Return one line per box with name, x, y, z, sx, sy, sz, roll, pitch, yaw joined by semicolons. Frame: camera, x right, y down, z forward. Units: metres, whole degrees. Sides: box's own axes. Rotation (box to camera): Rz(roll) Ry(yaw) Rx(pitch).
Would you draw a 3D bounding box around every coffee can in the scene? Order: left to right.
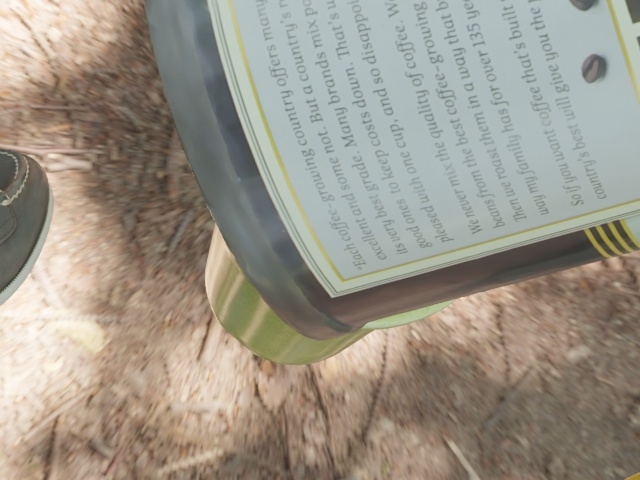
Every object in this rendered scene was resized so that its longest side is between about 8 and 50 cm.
coffee can;0.101;-0.094;0.594;0.275;0.201;0.201;-16;93;17

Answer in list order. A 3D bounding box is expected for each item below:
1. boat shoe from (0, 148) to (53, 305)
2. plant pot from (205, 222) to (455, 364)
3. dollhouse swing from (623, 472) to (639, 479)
boat shoe;-0.267;0.018;1.010;0.112;0.335;0.095;2;125;25
plant pot;0.000;0.000;1.615;0.276;0.254;0.276;7;65;-14
dollhouse swing;0.355;0.208;0.951;0.347;0.315;0.305;44;126;28
